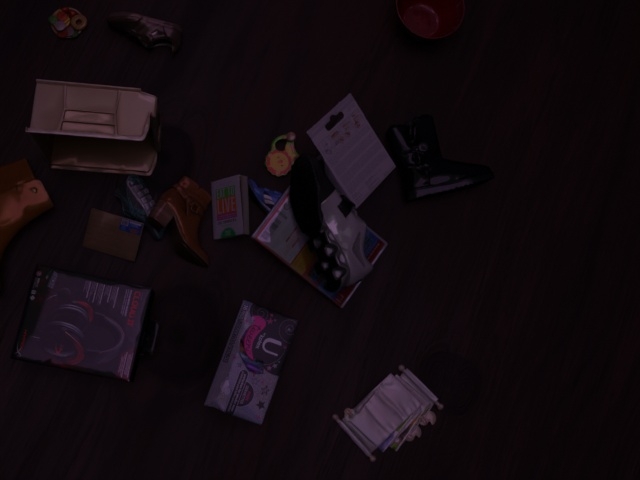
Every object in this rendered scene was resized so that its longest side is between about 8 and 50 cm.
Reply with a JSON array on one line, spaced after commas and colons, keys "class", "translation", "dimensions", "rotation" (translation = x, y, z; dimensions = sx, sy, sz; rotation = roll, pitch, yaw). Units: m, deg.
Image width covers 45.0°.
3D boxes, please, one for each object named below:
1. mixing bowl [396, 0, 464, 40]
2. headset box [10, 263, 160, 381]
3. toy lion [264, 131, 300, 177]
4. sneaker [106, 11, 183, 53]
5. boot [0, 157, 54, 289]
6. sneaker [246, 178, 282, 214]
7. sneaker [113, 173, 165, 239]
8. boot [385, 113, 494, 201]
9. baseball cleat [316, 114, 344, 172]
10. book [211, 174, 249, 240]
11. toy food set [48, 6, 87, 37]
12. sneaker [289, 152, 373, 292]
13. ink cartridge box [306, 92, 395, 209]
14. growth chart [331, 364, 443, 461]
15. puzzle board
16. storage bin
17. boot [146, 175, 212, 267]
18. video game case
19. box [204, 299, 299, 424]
[{"class": "mixing bowl", "translation": [0.275, -0.592, 2.016], "dimensions": [0.181, 0.098, 0.182], "rotation": [1, 80, -8]}, {"class": "headset box", "translation": [-0.516, 0.192, 1.751], "dimensions": [0.293, 0.110, 0.218], "rotation": [13, 78, -6]}, {"class": "toy lion", "translation": [-0.096, -0.211, 1.930], "dimensions": [0.096, 0.034, 0.100], "rotation": [-17, 83, -4]}, {"class": "sneaker", "translation": [-0.437, -0.513, 1.909], "dimensions": [0.188, 0.066, 0.071], "rotation": [8, 80, -7]}, {"class": "boot", "translation": [-0.709, -0.036, 1.765], "dimensions": [0.211, 0.104, 0.295], "rotation": [-21, 80, -11]}, {"class": "sneaker", "translation": [-0.126, -0.102, 1.895], "dimensions": [0.059, 0.053, 0.144], "rotation": [-45, 98, -12]}, {"class": "sneaker", "translation": [-0.432, -0.072, 1.844], "dimensions": [0.076, 0.065, 0.167], "rotation": [-26, 95, 18]}, {"class": "boot", "translation": [0.303, -0.222, 1.958], "dimensions": [0.246, 0.094, 0.207], "rotation": [-13, 86, -5]}, {"class": "baseball cleat", "translation": [0.038, -0.222, 1.912], "dimensions": [0.109, 0.072, 0.206], "rotation": [18, 73, -51]}, {"class": "book", "translation": [-0.219, -0.078, 1.863], "dimensions": [0.096, 0.035, 0.144], "rotation": [-11, 79, 31]}, {"class": "toy food set", "translation": [-0.624, -0.537, 1.907], "dimensions": [0.083, 0.020, 0.082], "rotation": [43, 77, 0]}, {"class": "sneaker", "translation": [0.031, -0.053, 1.836], "dimensions": [0.146, 0.122, 0.331], "rotation": [-17, 91, -35]}, {"class": "ink cartridge box", "translation": [0.067, -0.214, 1.880], "dimensions": [0.181, 0.056, 0.225], "rotation": [-46, 110, -31]}, {"class": "growth chart", "translation": [0.169, 0.419, 1.864], "dimensions": [0.237, 0.021, 0.172], "rotation": [-36, 88, -13]}, {"class": "puzzle board", "translation": [-0.488, -0.013, 1.824], "dimensions": [0.128, 0.011, 0.096], "rotation": [17, 101, -3]}, {"class": "storage bin", "translation": [-0.500, -0.247, 1.754], "dimensions": [0.260, 0.262, 0.123], "rotation": [4, 77, -8]}, {"class": "boot", "translation": [-0.303, -0.045, 1.845], "dimensions": [0.197, 0.073, 0.152], "rotation": [50, 54, -23]}, {"class": "video game case", "translation": [0.000, 0.000, 1.884], "dimensions": [0.285, 0.025, 0.204], "rotation": [39, 77, -11]}, {"class": "box", "translation": [-0.156, 0.279, 1.764], "dimensions": [0.142, 0.163, 0.247], "rotation": [20, 78, -3]}]
